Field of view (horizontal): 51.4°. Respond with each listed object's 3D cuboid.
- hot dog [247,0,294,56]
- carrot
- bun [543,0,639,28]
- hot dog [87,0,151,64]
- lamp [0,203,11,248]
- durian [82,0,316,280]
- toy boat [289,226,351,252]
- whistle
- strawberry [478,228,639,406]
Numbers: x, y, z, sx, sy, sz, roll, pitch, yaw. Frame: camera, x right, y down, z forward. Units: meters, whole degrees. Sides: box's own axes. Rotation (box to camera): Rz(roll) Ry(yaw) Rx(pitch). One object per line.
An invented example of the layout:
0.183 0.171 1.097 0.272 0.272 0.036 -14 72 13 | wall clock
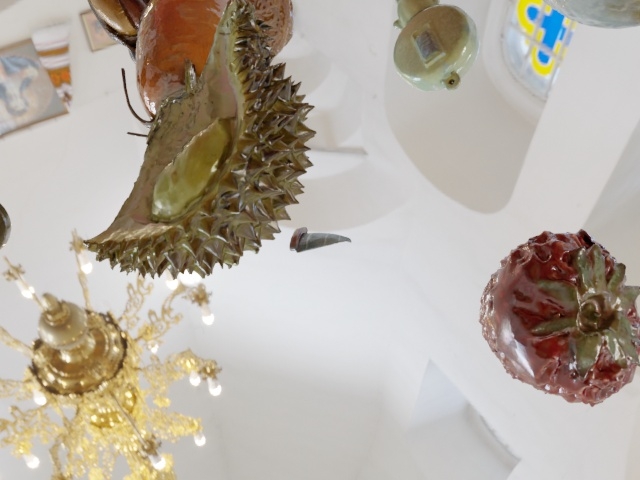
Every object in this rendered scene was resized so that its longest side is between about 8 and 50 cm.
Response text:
-0.203 -0.492 1.299 0.267 0.387 0.174 21 -93 31 | hot dog
-0.194 -0.261 1.039 0.214 0.193 0.331 5 -124 -29 | carrot
0.373 -0.408 0.717 0.211 0.362 0.362 19 -141 -44 | bun
-0.440 -0.574 1.571 0.326 0.107 0.194 45 -115 6 | hot dog
-0.367 0.006 0.618 0.121 0.121 0.214 2 -165 0 | lamp
-0.098 -0.088 0.689 0.167 0.172 0.306 22 -88 18 | durian
0.001 0.000 1.409 0.122 0.034 0.096 2 -148 16 | toy boat
0.151 -0.316 0.973 0.126 0.067 0.258 -32 -126 25 | whistle
0.421 0.150 1.280 0.295 0.345 0.317 -37 -85 -28 | strawberry
